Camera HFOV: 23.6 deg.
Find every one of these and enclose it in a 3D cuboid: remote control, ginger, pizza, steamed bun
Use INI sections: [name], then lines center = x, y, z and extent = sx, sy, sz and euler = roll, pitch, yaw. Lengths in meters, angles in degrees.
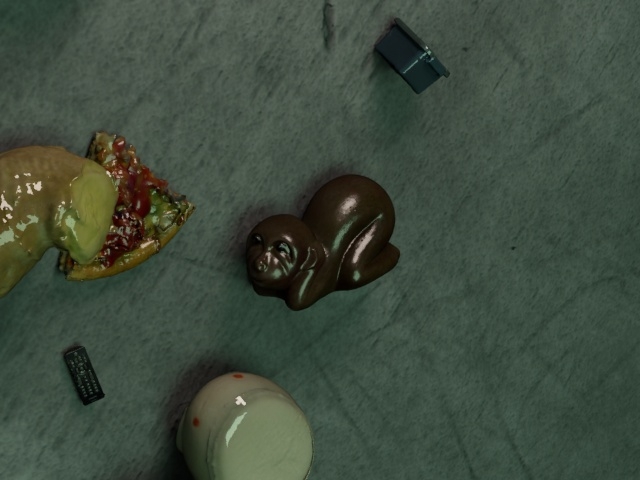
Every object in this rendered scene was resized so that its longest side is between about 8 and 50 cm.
[remote control]
center = -0.309, 0.174, 1.994
extent = 0.034, 0.016, 0.091
euler = -23, 127, -12
[ginger]
center = -0.359, -0.017, 1.763
extent = 0.267, 0.152, 0.138
euler = -30, 158, -4
[pizza]
center = -0.250, -0.041, 1.903
extent = 0.201, 0.053, 0.193
euler = -36, 131, -21
[steamed bun]
center = -0.113, 0.275, 2.137
extent = 0.177, 0.131, 0.228
euler = -46, 133, -16

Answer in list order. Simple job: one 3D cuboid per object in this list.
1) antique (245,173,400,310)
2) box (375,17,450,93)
[antique]
center = 0.000, 0.000, 2.101
extent = 0.257, 0.121, 0.143
euler = -23, 118, -32
[box]
center = 0.123, -0.249, 2.094
extent = 0.054, 0.099, 0.074
euler = -44, 135, 6
